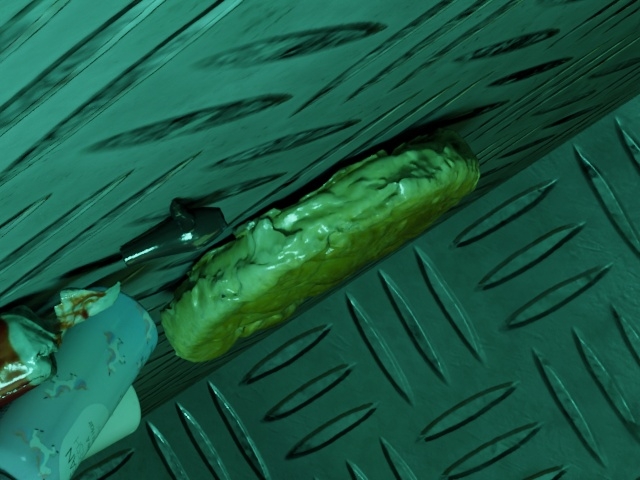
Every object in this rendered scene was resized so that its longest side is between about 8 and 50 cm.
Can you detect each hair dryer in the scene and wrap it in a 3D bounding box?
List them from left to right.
[{"bbox_3d":[-0.108,-0.010,1.268,0.079,0.031,0.083,-22,161,-1],"label":"hair dryer"}]

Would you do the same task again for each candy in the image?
[{"bbox_3d":[-0.264,0.108,1.259,0.292,0.059,0.086,-30,176,-3],"label":"candy"}]

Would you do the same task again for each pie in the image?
[{"bbox_3d":[0.000,0.000,1.680,0.339,0.083,0.339,-31,172,-5],"label":"pie"}]

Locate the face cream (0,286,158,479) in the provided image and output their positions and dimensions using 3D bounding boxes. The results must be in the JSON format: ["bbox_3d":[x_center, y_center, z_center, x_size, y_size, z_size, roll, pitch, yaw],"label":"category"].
[{"bbox_3d":[-0.200,0.133,1.321,0.075,0.075,0.229,-36,-163,45],"label":"face cream"}]

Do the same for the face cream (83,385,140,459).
[{"bbox_3d":[-0.325,0.220,1.806,0.311,0.092,0.092,-29,174,-35],"label":"face cream"}]
